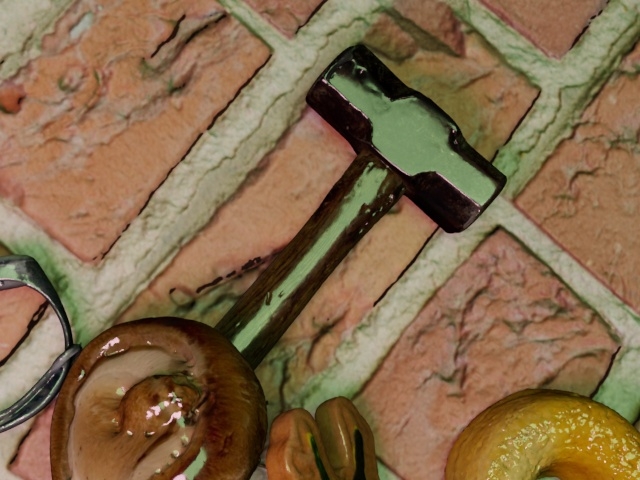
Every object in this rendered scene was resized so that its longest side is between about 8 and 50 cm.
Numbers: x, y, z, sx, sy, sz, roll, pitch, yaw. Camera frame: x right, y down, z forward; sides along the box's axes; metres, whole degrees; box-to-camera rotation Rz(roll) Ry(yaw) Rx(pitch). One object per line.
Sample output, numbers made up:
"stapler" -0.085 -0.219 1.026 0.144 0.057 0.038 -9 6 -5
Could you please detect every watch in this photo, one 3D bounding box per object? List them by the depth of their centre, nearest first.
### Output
"watch" -0.359 0.117 1.397 0.206 0.068 0.193 -9 85 -7

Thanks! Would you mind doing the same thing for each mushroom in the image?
"mushroom" -0.168 0.199 1.342 0.153 0.253 0.253 41 71 -46

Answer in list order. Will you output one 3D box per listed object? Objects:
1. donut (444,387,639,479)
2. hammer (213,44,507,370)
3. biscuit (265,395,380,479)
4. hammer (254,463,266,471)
"donut" 0.270 0.297 1.446 0.277 0.108 0.278 2 80 -9
"hammer" 0.000 0.000 1.478 0.242 0.095 0.409 40 82 -1
"biscuit" 0.033 0.329 1.367 0.047 0.202 0.334 -17 80 27
"hammer" -0.025 0.263 1.452 0.123 0.014 0.029 19 86 -7
